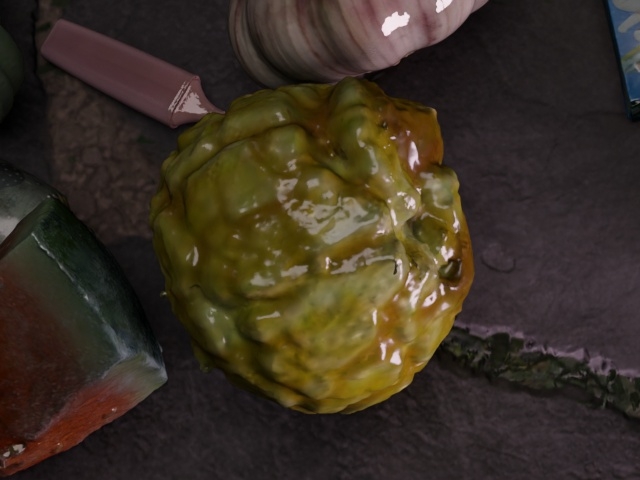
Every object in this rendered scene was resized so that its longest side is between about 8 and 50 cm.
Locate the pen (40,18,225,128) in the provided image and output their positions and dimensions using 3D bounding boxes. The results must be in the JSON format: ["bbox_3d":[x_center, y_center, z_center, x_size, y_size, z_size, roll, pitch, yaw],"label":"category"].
[{"bbox_3d":[-0.161,-0.144,1.618,0.197,0.032,0.053,27,79,17],"label":"pen"}]

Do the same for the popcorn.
[{"bbox_3d":[-0.005,0.008,1.442,0.247,0.282,0.282,-12,73,2],"label":"popcorn"}]

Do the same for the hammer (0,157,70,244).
[{"bbox_3d":[-0.357,0.059,1.563,0.202,0.113,0.305,27,88,17],"label":"hammer"}]

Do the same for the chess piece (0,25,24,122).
[{"bbox_3d":[-0.335,-0.262,1.608,0.194,0.194,0.299,7,67,10],"label":"chess piece"}]

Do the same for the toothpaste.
[{"bbox_3d":[0.273,-0.238,1.569,0.065,0.050,0.267,-12,73,8],"label":"toothpaste"}]

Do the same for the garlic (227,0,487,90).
[{"bbox_3d":[0.008,-0.255,1.494,0.245,0.253,0.245,-25,31,16],"label":"garlic"}]

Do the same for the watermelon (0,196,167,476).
[{"bbox_3d":[-0.263,0.115,1.486,0.256,0.140,0.193,-34,105,10],"label":"watermelon"}]
